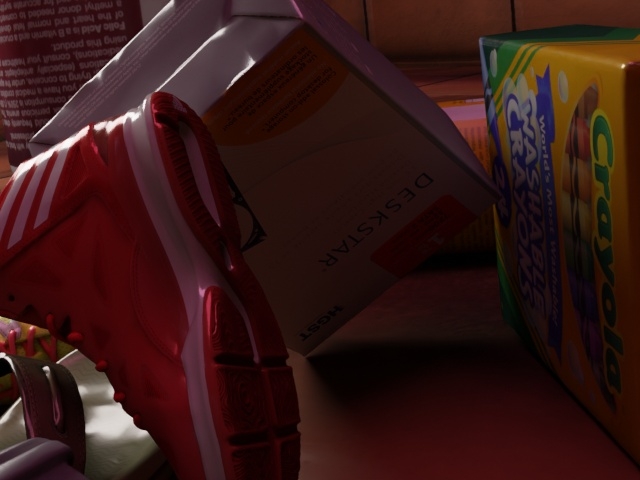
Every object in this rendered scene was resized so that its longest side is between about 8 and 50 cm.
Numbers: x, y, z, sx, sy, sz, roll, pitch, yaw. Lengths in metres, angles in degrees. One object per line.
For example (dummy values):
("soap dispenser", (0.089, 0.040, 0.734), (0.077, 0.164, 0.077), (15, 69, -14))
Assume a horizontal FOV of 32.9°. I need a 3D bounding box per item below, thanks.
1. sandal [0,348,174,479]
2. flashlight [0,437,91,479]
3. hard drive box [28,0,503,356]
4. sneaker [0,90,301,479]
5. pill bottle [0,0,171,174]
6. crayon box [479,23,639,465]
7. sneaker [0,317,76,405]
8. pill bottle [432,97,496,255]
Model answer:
("sandal", (-0.157, 0.105, 0.524), (0.120, 0.086, 0.303), (-2, 14, 20))
("flashlight", (-0.177, 0.155, 0.288), (0.103, 0.103, 0.304), (5, 17, 37))
("hard drive box", (-0.025, -0.044, 0.665), (0.181, 0.089, 0.232), (-41, -38, 15))
("sneaker", (-0.093, 0.050, 0.528), (0.128, 0.221, 0.087), (-19, -16, 19))
("pill bottle", (-0.189, -0.163, 1.010), (0.224, 0.392, 0.224), (-6, 13, 1))
("crayon box", (0.172, -0.012, 0.604), (0.083, 0.203, 0.323), (-8, 13, -5))
("sneaker", (-0.186, 0.075, 0.715), (0.209, 0.081, 0.094), (-8, 19, 23))
("pill bottle", (0.155, -0.058, 0.956), (0.246, 0.136, 0.136), (-4, 13, 9))
